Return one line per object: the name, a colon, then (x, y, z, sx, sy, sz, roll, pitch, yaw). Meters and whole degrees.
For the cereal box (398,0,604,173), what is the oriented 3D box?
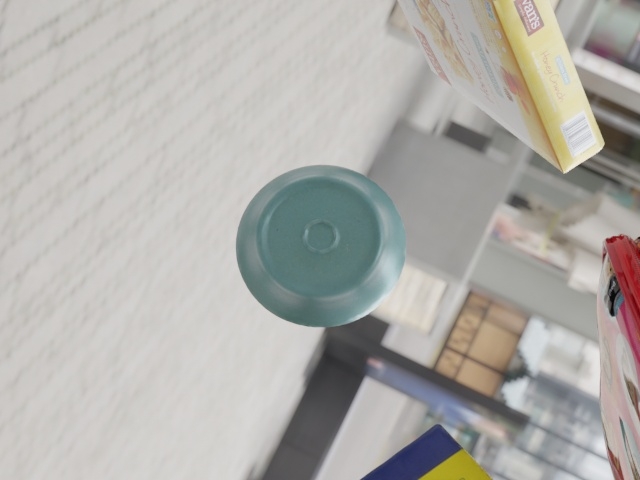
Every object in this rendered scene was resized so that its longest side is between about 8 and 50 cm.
cereal box: (0.126, -0.173, 1.200, 0.047, 0.240, 0.173, -34, 124, -6)

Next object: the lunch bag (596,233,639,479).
lunch bag: (0.249, 0.154, 0.868, 0.258, 0.120, 0.293, -101, 176, -50)

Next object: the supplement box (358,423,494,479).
supplement box: (0.107, 0.323, 0.868, 0.194, 0.356, 0.195, -32, 147, -18)

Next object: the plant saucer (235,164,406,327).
plant saucer: (0.000, 0.000, 1.024, 0.119, 0.119, 0.021, -63, 170, -15)
